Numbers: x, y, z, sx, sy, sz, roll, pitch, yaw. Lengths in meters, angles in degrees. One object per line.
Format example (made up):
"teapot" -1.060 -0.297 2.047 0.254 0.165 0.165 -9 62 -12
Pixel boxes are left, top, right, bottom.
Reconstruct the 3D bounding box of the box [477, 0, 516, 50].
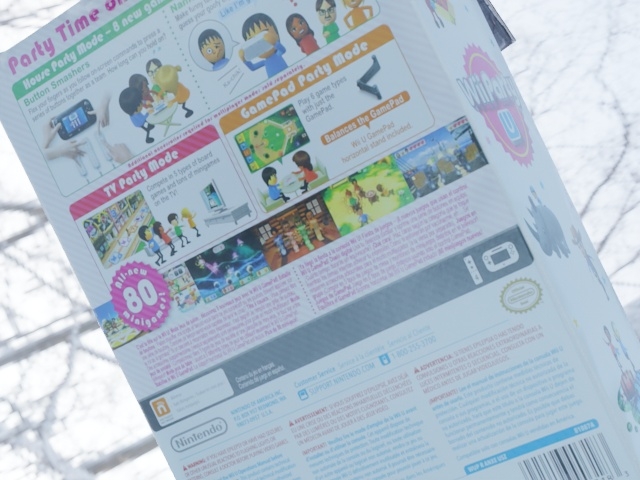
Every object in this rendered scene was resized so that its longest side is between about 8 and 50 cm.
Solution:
"box" -0.014 -0.144 1.365 0.395 0.318 0.097 -36 -71 7

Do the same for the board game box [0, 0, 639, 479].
"board game box" 0.000 0.000 0.631 0.224 0.097 0.303 -26 -90 28
